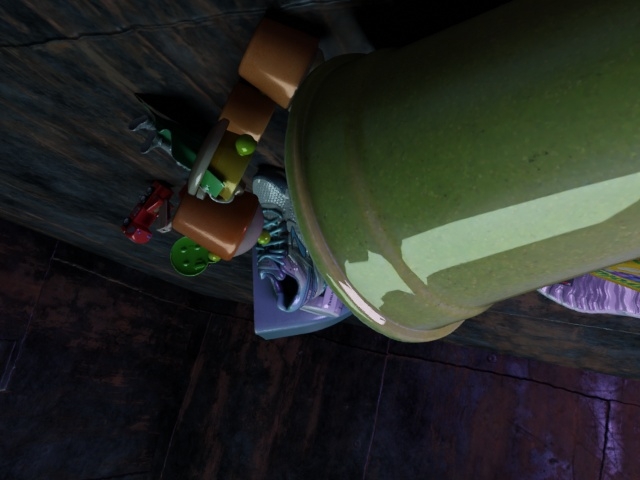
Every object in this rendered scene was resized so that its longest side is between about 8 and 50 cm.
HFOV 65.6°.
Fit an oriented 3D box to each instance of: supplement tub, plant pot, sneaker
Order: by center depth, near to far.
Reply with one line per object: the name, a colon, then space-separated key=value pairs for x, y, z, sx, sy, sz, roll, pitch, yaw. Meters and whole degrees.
plant pot: x=0.158 y=-0.072 z=0.381 sx=0.276 sy=0.275 sz=0.254 roll=25 pitch=150 yaw=-36
sneaker: x=-0.064 y=0.008 z=0.895 sx=0.110 sy=0.122 sz=0.282 roll=3 pitch=124 yaw=37
sneaker: x=0.496 y=0.091 z=0.922 sx=0.282 sy=0.105 sz=0.115 roll=19 pitch=172 yaw=-4
supplement tub: x=0.011 y=0.072 z=1.136 sx=0.117 sy=0.190 sz=0.117 roll=14 pitch=167 yaw=3
plant pot: x=-0.036 y=0.121 z=1.297 sx=0.253 sy=0.246 sz=0.248 roll=-3 pitch=165 yaw=0

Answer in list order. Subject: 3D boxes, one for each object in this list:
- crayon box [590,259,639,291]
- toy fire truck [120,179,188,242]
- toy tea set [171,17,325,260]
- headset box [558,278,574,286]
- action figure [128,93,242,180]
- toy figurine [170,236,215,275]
crayon box: x=0.469 y=0.021 z=0.631 sx=0.203 sy=0.083 sz=0.323 roll=18 pitch=174 yaw=-15
toy fire truck: x=-0.342 y=-0.061 z=1.075 sx=0.135 sy=0.192 sz=0.047 roll=39 pitch=-177 yaw=38
toy tea set: x=-0.072 y=-0.093 z=0.584 sx=0.124 sy=0.199 sz=0.336 roll=25 pitch=158 yaw=-14
headset box: x=0.402 y=0.030 z=0.840 sx=0.062 sy=0.083 sz=0.032 roll=11 pitch=-159 yaw=10
action figure: x=-0.191 y=-0.123 z=0.779 sx=0.063 sy=0.137 sz=0.232 roll=-38 pitch=152 yaw=12
toy figurine: x=-0.390 y=0.047 z=1.662 sx=0.173 sy=0.130 sz=0.159 roll=-12 pitch=177 yaw=4
